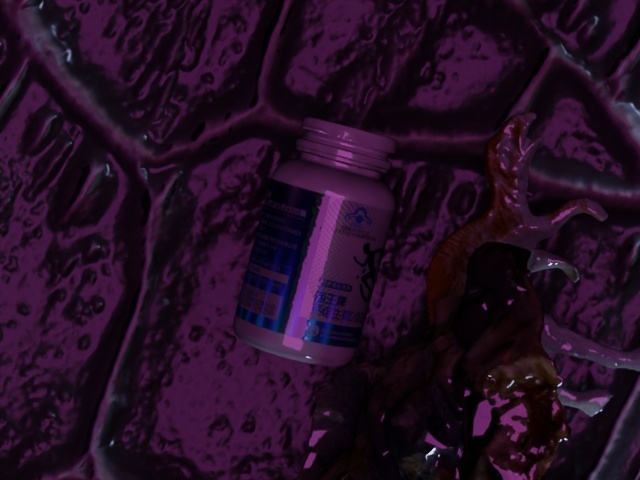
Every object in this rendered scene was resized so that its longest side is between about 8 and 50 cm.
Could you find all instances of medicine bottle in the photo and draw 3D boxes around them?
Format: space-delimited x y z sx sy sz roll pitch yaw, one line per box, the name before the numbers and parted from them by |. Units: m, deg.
medicine bottle | 0.000 0.000 1.215 0.107 0.107 0.191 15 94 -2

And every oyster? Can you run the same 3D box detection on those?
oyster | 0.063 0.148 1.162 0.096 0.361 0.221 17 58 -26

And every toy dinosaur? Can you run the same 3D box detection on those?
toy dinosaur | 0.167 0.104 1.233 0.205 0.092 0.393 23 95 -2

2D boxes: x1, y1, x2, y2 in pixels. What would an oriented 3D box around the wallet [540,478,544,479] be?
wallet | 0.130 0.373 1.153 0.190 0.046 0.379 32 101 -21
